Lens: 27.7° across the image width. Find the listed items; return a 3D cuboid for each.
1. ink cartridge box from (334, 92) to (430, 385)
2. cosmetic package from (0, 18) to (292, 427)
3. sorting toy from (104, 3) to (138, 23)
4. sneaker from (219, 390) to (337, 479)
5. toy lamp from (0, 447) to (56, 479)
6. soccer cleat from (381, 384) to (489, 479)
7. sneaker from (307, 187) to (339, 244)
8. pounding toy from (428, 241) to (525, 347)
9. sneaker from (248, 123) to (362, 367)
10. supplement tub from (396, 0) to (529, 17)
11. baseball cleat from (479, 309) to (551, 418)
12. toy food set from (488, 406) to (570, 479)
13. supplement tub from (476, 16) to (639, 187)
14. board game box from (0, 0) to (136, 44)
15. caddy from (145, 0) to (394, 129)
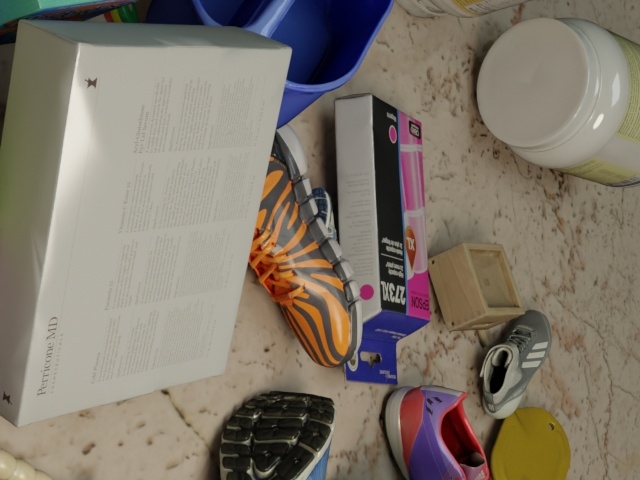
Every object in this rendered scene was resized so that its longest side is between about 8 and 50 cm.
[{"bbox_3d":[0.084,0.004,1.730,0.175,0.069,0.371,17,72,-63],"label":"ink cartridge box"},{"bbox_3d":[-0.188,-0.025,1.297,0.284,0.097,0.377,-10,118,-52],"label":"cosmetic package"},{"bbox_3d":[-0.252,-0.360,1.410,0.132,0.046,0.275,56,21,-56],"label":"sorting toy"},{"bbox_3d":[-0.059,0.314,1.500,0.330,0.129,0.147,-68,158,-43],"label":"sneaker"},{"bbox_3d":[-0.303,0.219,1.248,0.274,0.080,0.080,39,55,-37],"label":"toy lamp"},{"bbox_3d":[0.184,0.346,1.760,0.108,0.116,0.318,-28,104,-48],"label":"soccer cleat"},{"bbox_3d":[0.000,0.000,1.677,0.058,0.052,0.135,6,85,-59],"label":"sneaker"},{"bbox_3d":[0.226,0.082,1.897,0.141,0.100,0.130,3,66,-52],"label":"pounding toy"},{"bbox_3d":[-0.075,0.019,1.541,0.180,0.124,0.321,-22,88,-45],"label":"sneaker"},{"bbox_3d":[0.262,-0.454,1.850,0.241,0.331,0.241,12,74,-47],"label":"supplement tub"},{"bbox_3d":[0.296,0.168,1.948,0.109,0.072,0.206,74,33,-47],"label":"baseball cleat"},{"bbox_3d":[0.290,0.348,1.933,0.128,0.071,0.218,38,49,-9],"label":"toy food set"},{"bbox_3d":[0.421,-0.219,2.063,0.324,0.235,0.235,10,75,-48],"label":"supplement tub"},{"bbox_3d":[-0.281,-0.230,1.263,0.160,0.210,0.047,-21,99,-49],"label":"board game box"},{"bbox_3d":[-0.048,-0.292,1.520,0.241,0.179,0.341,38,49,-14],"label":"caddy"}]
